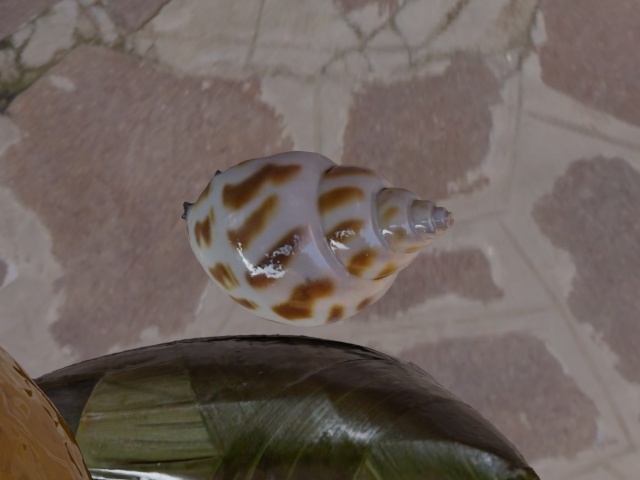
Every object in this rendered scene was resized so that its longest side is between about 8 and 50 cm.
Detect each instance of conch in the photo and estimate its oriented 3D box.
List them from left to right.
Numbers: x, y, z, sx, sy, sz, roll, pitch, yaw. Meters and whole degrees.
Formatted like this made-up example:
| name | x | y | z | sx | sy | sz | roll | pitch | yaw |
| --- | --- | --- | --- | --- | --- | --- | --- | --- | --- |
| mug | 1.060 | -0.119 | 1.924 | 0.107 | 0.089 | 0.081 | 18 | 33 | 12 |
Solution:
| name | x | y | z | sx | sy | sz | roll | pitch | yaw |
| --- | --- | --- | --- | --- | --- | --- | --- | --- | --- |
| conch | 0.000 | 0.000 | 1.401 | 0.275 | 0.148 | 0.183 | -28 | 139 | 15 |

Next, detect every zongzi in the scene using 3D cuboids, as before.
| name | x | y | z | sx | sy | sz | roll | pitch | yaw |
| --- | --- | --- | --- | --- | --- | --- | --- | --- | --- |
| zongzi | -0.076 | 0.156 | 0.930 | 0.403 | 0.432 | 0.207 | 3 | 80 | -4 |

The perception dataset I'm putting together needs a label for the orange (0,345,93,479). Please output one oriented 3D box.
| name | x | y | z | sx | sy | sz | roll | pitch | yaw |
| --- | --- | --- | --- | --- | --- | --- | --- | --- | --- |
| orange | -0.192 | 0.113 | 0.354 | 0.279 | 0.235 | 0.279 | -3 | 102 | -16 |
